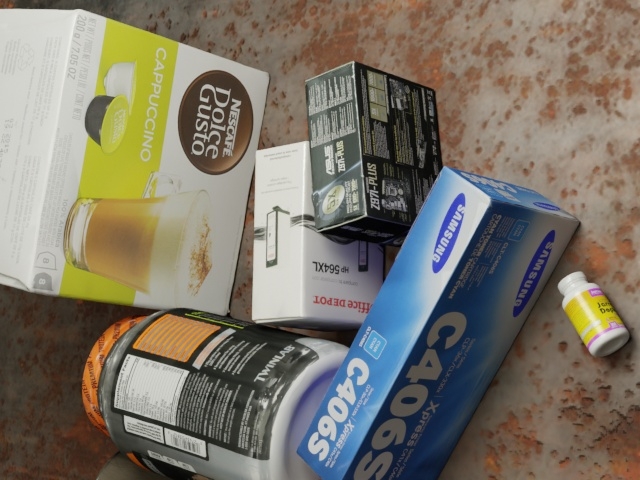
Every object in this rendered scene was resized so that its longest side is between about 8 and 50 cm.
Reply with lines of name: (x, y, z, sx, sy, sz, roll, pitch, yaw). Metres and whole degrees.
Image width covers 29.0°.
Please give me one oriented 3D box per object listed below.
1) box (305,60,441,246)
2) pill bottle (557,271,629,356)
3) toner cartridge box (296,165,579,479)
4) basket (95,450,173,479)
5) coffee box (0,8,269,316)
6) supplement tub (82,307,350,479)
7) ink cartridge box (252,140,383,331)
box: (0.064, -0.093, 1.403, 0.078, 0.147, 0.180, -16, 72, 40)
pill bottle: (0.272, 0.073, 1.247, 0.043, 0.043, 0.083, -46, 55, 28)
toner cartridge box: (0.122, 0.102, 1.302, 0.075, 0.165, 0.347, 39, 110, 39)
basket: (-0.166, 0.369, 1.543, 0.227, 0.154, 0.204, 1, 75, 40)
coffee box: (-0.317, -0.101, 1.635, 0.338, 0.334, 0.337, 9, 88, 42)
supplement tub: (-0.114, 0.194, 1.468, 0.338, 0.207, 0.207, 10, 90, 41)
ink cartridge box: (0.000, 0.000, 1.446, 0.086, 0.148, 0.203, -7, 79, 41)
